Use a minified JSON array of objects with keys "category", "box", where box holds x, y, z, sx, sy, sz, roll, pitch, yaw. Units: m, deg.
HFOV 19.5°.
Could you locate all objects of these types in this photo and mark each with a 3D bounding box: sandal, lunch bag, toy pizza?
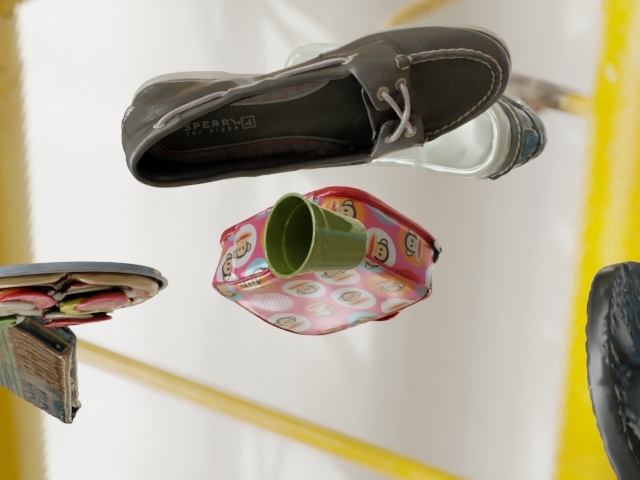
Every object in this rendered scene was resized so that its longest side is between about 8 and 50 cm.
[{"category":"sandal","box":[0.324,0.216,1.390,0.167,0.107,0.446,-14,-98,-52]},{"category":"lunch bag","box":[0.020,0.044,2.638,0.258,0.293,0.120,30,-124,-34]},{"category":"toy pizza","box":[-0.221,0.049,1.489,0.201,0.201,0.032,15,-112,-63]}]

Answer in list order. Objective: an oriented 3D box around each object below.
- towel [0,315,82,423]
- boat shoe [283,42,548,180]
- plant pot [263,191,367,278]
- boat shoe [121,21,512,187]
[{"category":"towel","box":[-0.390,0.041,1.789,0.040,0.370,0.271,-58,-5,-19]},{"category":"boat shoe","box":[0.089,-0.128,1.867,0.099,0.319,0.116,-6,-72,-43]},{"category":"plant pot","box":[0.000,0.000,1.796,0.079,0.083,0.083,9,-81,-37]},{"category":"boat shoe","box":[-0.004,-0.100,1.557,0.095,0.335,0.112,-87,-15,-55]}]
